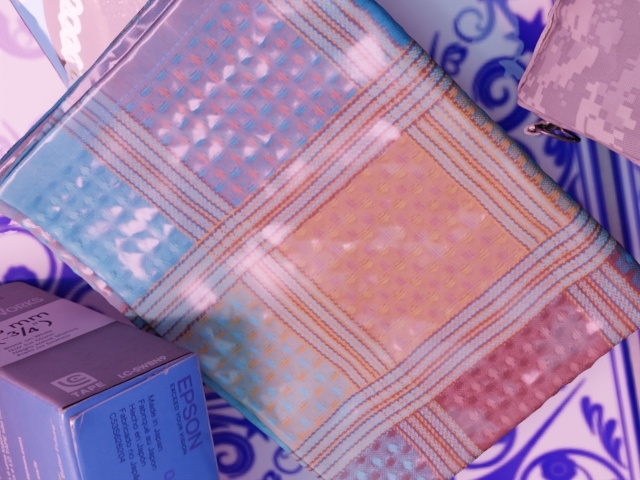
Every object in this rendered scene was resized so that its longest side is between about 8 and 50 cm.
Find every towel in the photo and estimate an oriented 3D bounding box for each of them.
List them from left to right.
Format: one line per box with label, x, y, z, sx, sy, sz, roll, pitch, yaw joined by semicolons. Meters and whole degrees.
towel;0.000;0.000;0.804;0.370;0.040;0.271;42;111;-11

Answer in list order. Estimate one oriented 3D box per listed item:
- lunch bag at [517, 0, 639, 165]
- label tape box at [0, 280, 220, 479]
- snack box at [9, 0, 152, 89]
lunch bag;0.266;-0.162;0.683;0.256;0.212;0.305;23;110;16
label tape box;-0.206;0.162;0.900;0.333;0.106;0.241;15;120;46
snack box;-0.045;-0.086;0.829;0.187;0.060;0.322;-27;106;17
